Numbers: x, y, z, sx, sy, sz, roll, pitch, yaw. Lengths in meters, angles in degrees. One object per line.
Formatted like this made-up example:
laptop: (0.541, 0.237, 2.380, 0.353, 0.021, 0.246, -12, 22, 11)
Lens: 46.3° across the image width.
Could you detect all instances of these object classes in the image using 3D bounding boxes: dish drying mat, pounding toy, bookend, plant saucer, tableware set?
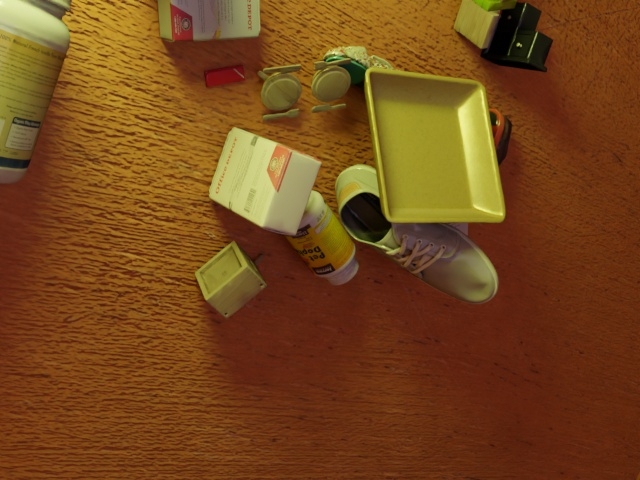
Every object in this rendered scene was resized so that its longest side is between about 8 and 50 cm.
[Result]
dish drying mat: (-0.189, -0.325, 1.478, 0.083, 0.008, 0.032, -17, 117, -28)
pounding toy: (-0.177, 0.076, 1.570, 0.130, 0.141, 0.100, -39, 125, 2)
bookend: (0.479, -0.490, 1.765, 0.072, 0.157, 0.156, 13, 101, -36)
plant saucer: (0.234, -0.190, 1.623, 0.332, 0.081, 0.333, -1, 78, -31)
tableware set: (-0.033, -0.321, 1.546, 0.194, 0.039, 0.128, -11, 139, -16)

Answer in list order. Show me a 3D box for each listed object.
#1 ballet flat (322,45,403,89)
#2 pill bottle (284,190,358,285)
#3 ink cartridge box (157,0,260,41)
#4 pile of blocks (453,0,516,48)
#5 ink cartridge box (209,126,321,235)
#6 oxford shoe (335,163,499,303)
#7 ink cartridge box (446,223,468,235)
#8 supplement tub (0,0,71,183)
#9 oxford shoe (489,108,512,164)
ballet flat: (0.097, -0.372, 1.618, 0.241, 0.091, 0.077, 21, 65, -41)
pill bottle: (0.000, 0.000, 1.653, 0.117, 0.117, 0.215, -44, 125, -12)
ink cartridge box: (-0.206, -0.438, 1.384, 0.175, 0.072, 0.127, -12, 113, -30)
pile of blocks: (0.388, -0.619, 1.662, 0.112, 0.149, 0.362, -15, 115, -28)
ink cartridge box: (-0.114, -0.119, 1.472, 0.092, 0.218, 0.159, 14, 99, -42)
oxford shoe: (0.207, 0.010, 1.673, 0.449, 0.130, 0.169, 38, 124, -9)
ink cartridge box: (0.263, -0.076, 1.792, 0.172, 0.100, 0.237, -23, 126, -25)
supplement tub: (-0.521, -0.268, 1.143, 0.228, 0.228, 0.316, 17, 97, -36)
oxford shoe: (0.417, -0.186, 1.877, 0.098, 0.097, 0.271, 14, 99, -42)
